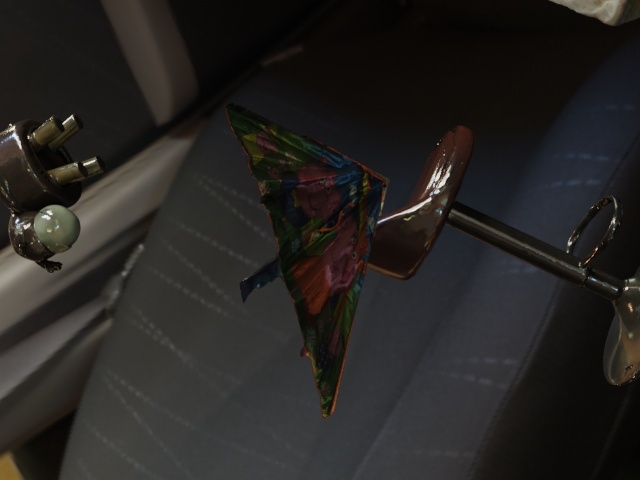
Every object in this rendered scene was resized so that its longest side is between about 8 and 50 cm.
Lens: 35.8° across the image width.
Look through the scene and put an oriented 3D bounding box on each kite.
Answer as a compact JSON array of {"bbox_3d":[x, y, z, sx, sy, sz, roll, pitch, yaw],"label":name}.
[{"bbox_3d":[0.000,0.000,0.909,0.016,0.234,0.321,5,121,37],"label":"kite"}]

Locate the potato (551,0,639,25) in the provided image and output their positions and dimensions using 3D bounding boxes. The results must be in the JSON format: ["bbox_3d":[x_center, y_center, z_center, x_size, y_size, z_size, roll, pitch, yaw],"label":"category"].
[{"bbox_3d":[0.465,-0.470,1.584,0.211,0.264,0.189,32,121,26],"label":"potato"}]

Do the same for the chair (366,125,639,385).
[{"bbox_3d":[0.245,0.005,1.265,0.401,0.226,0.226,24,153,-1],"label":"chair"}]

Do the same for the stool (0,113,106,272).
[{"bbox_3d":[-0.342,-0.068,1.240,0.125,0.121,0.217,41,-152,-63],"label":"stool"}]
